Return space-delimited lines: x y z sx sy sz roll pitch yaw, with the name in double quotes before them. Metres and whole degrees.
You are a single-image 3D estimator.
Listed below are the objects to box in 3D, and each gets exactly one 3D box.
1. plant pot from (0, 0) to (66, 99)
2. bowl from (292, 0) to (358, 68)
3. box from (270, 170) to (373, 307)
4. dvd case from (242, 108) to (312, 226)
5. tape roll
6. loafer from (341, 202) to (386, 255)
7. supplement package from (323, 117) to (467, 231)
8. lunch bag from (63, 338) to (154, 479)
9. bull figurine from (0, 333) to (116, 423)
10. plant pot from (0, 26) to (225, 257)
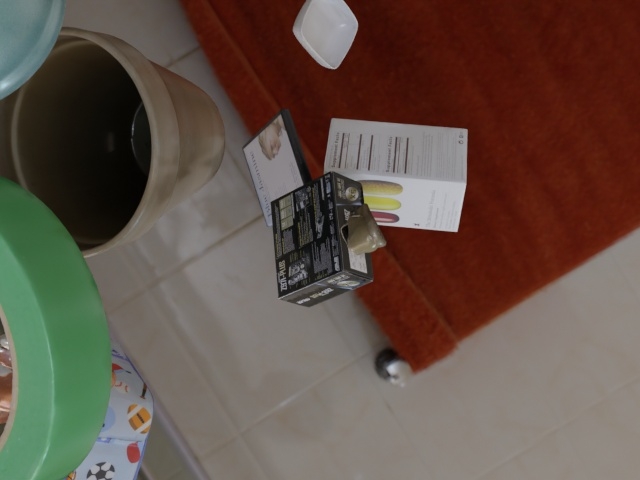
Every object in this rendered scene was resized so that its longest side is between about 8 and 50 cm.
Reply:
"plant pot" -0.481 -0.322 1.137 0.293 0.293 0.196 -32 166 -1
"bowl" 0.004 -0.448 1.999 0.053 0.142 0.142 7 -117 45
"box" 0.000 0.000 1.565 0.147 0.180 0.077 -25 150 36
"dvd case" -0.085 -0.138 1.882 0.022 0.180 0.253 -17 175 -24
"tape roll" -0.343 0.097 0.895 0.321 0.321 0.077 -29 175 30
"loafer" 0.053 -0.014 1.280 0.050 0.056 0.148 -25 -174 2
"supplement package" 0.131 -0.116 1.691 0.244 0.139 0.134 5 -128 4
"lunch bag" -0.343 0.285 1.275 0.243 0.115 0.303 37 -74 50
"bull figurine" -0.374 0.150 1.089 0.310 0.188 0.101 -20 -139 31
"plant pot" -0.296 -0.153 1.441 0.323 0.323 0.280 -29 175 28
